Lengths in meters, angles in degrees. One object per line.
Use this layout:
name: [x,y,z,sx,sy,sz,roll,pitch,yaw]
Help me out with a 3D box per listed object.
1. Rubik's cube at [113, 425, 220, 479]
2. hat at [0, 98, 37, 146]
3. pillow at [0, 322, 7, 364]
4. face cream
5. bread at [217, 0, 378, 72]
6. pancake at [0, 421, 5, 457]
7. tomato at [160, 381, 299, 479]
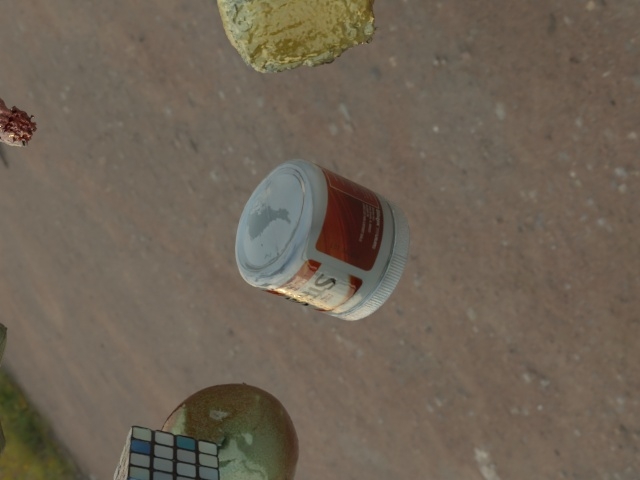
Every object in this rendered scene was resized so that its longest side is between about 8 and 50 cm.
Rubik's cube: [-0.255,0.414,1.785,0.154,0.155,0.151,-107,35,-64]
hat: [-0.639,-0.240,1.961,0.286,0.107,0.237,29,168,-37]
pillow: [-0.545,0.228,1.436,0.322,0.255,0.120,-20,129,43]
face cream: [0.000,0.000,1.635,0.187,0.201,0.201,23,177,-32]
bread: [-0.034,-0.357,1.705,0.121,0.246,0.174,-97,-10,-55]
pancake: [-0.797,0.370,2.363,0.295,0.049,0.294,15,124,24]
tomato: [-0.191,0.457,2.300,0.239,0.304,0.303,-117,5,-69]
